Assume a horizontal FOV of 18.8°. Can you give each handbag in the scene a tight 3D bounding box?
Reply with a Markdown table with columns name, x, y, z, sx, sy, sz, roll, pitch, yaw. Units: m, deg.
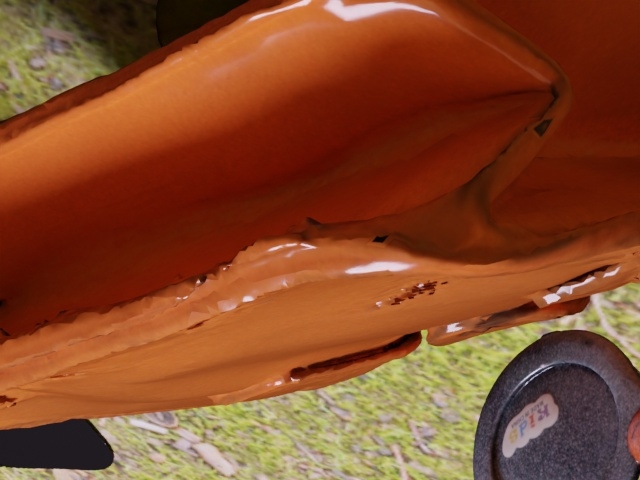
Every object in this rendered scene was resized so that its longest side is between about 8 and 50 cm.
| name | x | y | z | sx | sy | sz | roll | pitch | yaw |
| --- | --- | --- | --- | --- | --- | --- | --- | --- | --- |
| handbag | 0.000 | 0.000 | 0.806 | 0.304 | 0.116 | 0.410 | 0 | 167 | -43 |

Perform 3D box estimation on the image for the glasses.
| name | x | y | z | sx | sy | sz | roll | pitch | yaw |
| --- | --- | --- | --- | --- | --- | --- | --- | --- | --- |
| glasses | 0.227 | 0.105 | 0.878 | 0.234 | 0.118 | 0.268 | -20 | 152 | 39 |

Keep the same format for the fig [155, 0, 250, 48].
| name | x | y | z | sx | sy | sz | roll | pitch | yaw |
| --- | --- | --- | --- | --- | --- | --- | --- | --- | --- |
| fig | -0.040 | -0.094 | 0.860 | 0.084 | 0.082 | 0.098 | 3 | -179 | -43 |

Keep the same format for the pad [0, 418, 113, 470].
| name | x | y | z | sx | sy | sz | roll | pitch | yaw |
| --- | --- | --- | --- | --- | --- | --- | --- | --- | --- |
| pad | -0.260 | 0.075 | 1.263 | 0.181 | 0.004 | 0.267 | -2 | 140 | 29 |
